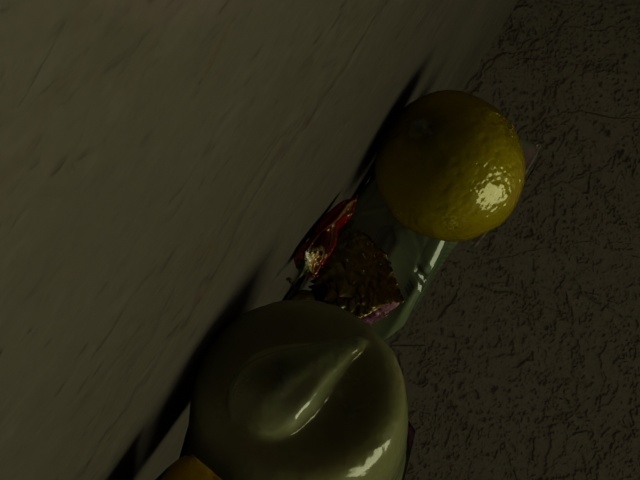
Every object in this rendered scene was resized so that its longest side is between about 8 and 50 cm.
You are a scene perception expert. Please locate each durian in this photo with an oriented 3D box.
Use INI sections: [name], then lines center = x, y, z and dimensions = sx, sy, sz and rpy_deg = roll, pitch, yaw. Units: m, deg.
[durian]
center = 0.034, 0.091, 2.264
dimensions = 0.112, 0.191, 0.341
rpy_deg = -32, 175, -24

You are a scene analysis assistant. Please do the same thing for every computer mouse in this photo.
[computer mouse]
center = 0.140, -0.002, 2.387
dimensions = 0.429, 0.228, 0.145
rpy_deg = -61, 164, 14

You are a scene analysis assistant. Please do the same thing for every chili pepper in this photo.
[chili pepper]
center = 0.000, 0.000, 1.975
dimensions = 0.050, 0.059, 0.268
rpy_deg = -15, -154, 33

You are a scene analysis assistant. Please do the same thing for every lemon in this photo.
[lemon]
center = 0.230, -0.130, 2.168
dimensions = 0.293, 0.293, 0.293
rpy_deg = -58, 175, -7

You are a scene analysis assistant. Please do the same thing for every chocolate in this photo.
[chocolate]
center = -0.020, 0.223, 1.626
dimensions = 0.297, 0.314, 0.326
rpy_deg = 101, 8, -47

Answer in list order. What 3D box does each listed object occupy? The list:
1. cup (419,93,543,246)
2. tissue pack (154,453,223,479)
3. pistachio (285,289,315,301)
[cup]
center = 0.284, -0.159, 2.529
dimensions = 0.253, 0.274, 0.253
rpy_deg = -56, 176, -6
[tissue pack]
center = -0.221, 0.484, 1.469
dimensions = 0.382, 0.228, 0.293
rpy_deg = -47, 172, -27
[pistachio]
center = -0.053, 0.183, 2.239
dimensions = 0.189, 0.100, 0.110
rpy_deg = -58, 179, 7
